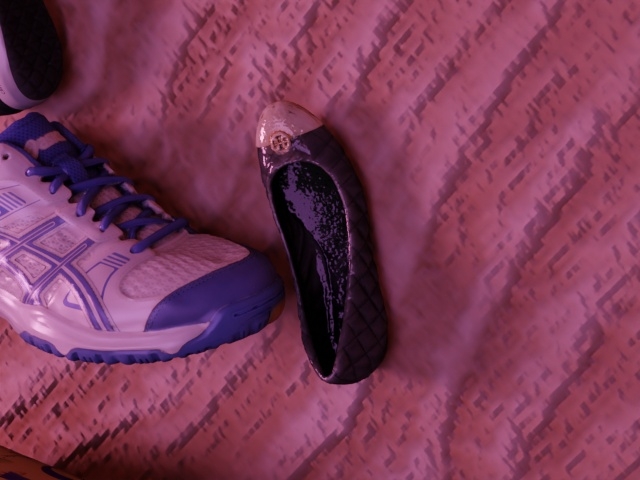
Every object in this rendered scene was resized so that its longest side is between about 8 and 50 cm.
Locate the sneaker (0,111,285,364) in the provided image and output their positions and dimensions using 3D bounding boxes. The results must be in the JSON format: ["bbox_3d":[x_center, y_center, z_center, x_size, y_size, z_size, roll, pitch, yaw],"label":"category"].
[{"bbox_3d":[-0.160,-0.009,0.967,0.296,0.112,0.131,8,109,26],"label":"sneaker"}]

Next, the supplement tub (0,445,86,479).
[{"bbox_3d":[-0.161,0.265,0.943,0.331,0.241,0.241,17,105,25],"label":"supplement tub"}]

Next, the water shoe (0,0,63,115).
[{"bbox_3d":[-0.230,-0.178,1.008,0.080,0.073,0.203,-13,91,33],"label":"water shoe"}]

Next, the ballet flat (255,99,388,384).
[{"bbox_3d":[0.000,0.000,0.925,0.057,0.049,0.173,-18,89,28],"label":"ballet flat"}]
